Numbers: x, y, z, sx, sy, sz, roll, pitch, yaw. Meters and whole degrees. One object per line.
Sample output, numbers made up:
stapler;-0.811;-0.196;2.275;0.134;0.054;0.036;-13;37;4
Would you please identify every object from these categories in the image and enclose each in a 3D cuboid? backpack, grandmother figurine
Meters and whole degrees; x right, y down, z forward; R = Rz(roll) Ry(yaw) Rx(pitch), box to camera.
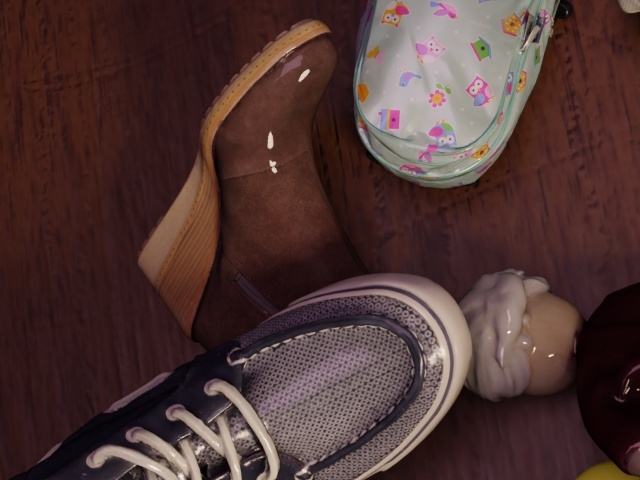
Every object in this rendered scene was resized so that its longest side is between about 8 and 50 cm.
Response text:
backpack;0.083;-0.129;0.991;0.152;0.115;0.182;13;84;14
grandmother figurine;0.240;0.086;0.901;0.342;0.208;0.104;10;125;23

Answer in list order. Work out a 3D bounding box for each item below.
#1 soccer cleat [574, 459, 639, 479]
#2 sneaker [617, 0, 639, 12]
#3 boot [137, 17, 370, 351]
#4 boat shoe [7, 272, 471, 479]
soccer cleat;0.289;0.185;0.861;0.289;0.121;0.093;14;81;17
sneaker;0.304;-0.145;0.953;0.252;0.111;0.103;38;55;1
boot;0.000;0.000;0.965;0.207;0.090;0.248;41;121;14
boat shoe;-0.069;0.138;0.891;0.341;0.158;0.127;-33;87;27
